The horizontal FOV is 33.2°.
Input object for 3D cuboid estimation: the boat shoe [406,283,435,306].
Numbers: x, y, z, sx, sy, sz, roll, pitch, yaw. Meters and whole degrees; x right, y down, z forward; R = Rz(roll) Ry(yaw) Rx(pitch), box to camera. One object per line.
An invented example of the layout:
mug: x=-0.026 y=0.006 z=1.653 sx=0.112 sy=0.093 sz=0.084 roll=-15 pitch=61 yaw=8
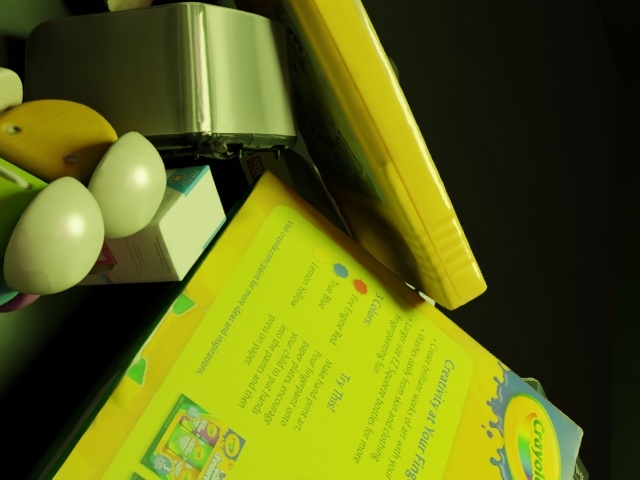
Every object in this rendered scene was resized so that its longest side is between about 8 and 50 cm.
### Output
boat shoe: x=0.118 y=0.060 z=1.435 sx=0.063 sy=0.066 sz=0.184 roll=30 pitch=67 yaw=-61

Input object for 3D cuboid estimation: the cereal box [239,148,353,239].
cereal box: x=0.000 y=0.000 z=1.103 sx=0.173 sy=0.047 sz=0.240 roll=68 pitch=13 yaw=14

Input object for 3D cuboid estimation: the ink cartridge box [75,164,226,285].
ink cartridge box: x=-0.147 y=-0.011 z=0.810 sx=0.088 sy=0.122 sz=0.052 roll=-59 pitch=140 yaw=-52

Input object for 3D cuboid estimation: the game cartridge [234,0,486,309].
game cartridge: x=0.019 y=-0.109 z=0.964 sx=0.324 sy=0.052 sz=0.285 roll=65 pitch=-8 yaw=-13

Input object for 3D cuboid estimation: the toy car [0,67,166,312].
toy car: x=-0.204 y=-0.018 z=0.698 sx=0.182 sy=0.159 sz=0.136 roll=-51 pitch=166 yaw=-57

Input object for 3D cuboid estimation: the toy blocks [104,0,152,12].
toy blocks: x=-0.154 y=-0.380 z=0.831 sx=0.260 sy=0.309 sz=0.288 roll=59 pitch=0 yaw=28

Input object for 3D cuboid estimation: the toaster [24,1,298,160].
toaster: x=-0.114 y=-0.114 z=0.831 sx=0.168 sy=0.185 sz=0.110 roll=-11 pitch=99 yaw=-64

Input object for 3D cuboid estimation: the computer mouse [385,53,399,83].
computer mouse: x=0.051 y=-0.203 z=1.370 sx=0.242 sy=0.041 sz=0.071 roll=-35 pitch=117 yaw=-61

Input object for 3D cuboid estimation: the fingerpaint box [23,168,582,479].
fingerpaint box: x=-0.017 y=0.217 z=0.796 sx=0.371 sy=0.163 sz=0.445 roll=39 pitch=39 yaw=-9

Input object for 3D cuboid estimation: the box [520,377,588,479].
box: x=0.194 y=0.412 z=1.332 sx=0.293 sy=0.212 sz=0.396 roll=54 pitch=39 yaw=-48
